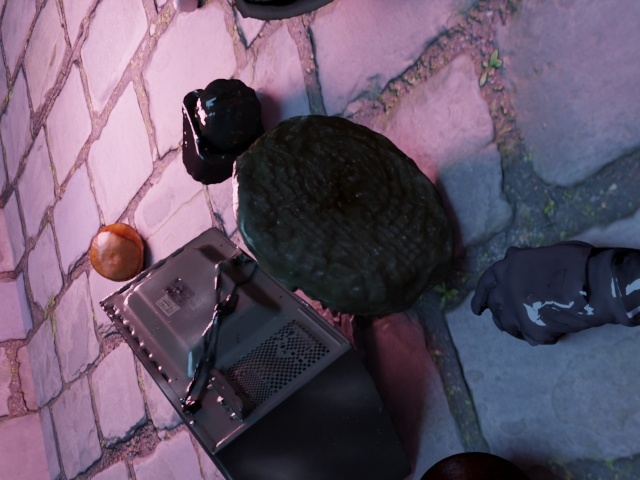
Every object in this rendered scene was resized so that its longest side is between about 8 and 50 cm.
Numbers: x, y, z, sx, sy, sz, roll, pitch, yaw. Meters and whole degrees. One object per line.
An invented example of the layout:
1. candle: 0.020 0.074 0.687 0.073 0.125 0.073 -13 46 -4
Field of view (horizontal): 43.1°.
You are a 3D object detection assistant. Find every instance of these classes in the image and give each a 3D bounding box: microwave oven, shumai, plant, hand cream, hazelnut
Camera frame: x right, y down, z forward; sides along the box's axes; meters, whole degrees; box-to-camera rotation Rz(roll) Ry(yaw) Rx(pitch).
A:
1. microwave oven: -0.113 0.220 1.270 0.432 0.236 0.374 35 157 48
2. shumai: 0.000 0.000 1.170 0.309 0.304 0.263 64 154 16
3. plant: -0.184 -0.204 1.531 0.256 0.142 0.164 130 127 -60
4. hand cream: 0.030 0.137 1.338 0.084 0.050 0.257 -15 94 58
5. hazelnut: -0.508 0.029 2.063 0.150 0.150 0.150 11 104 55

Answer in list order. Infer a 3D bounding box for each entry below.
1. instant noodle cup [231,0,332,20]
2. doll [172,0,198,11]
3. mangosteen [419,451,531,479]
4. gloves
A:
1. instant noodle cup: -0.056 -0.500 1.174 0.340 0.340 0.266 -37 76 52
2. doll: -0.278 -0.566 1.691 0.161 0.059 0.160 57 138 36
3. mangosteen: 0.164 0.379 0.989 0.215 0.258 0.215 164 90 -82
4. gloves: 0.275 0.055 0.931 0.285 0.119 0.142 -30 39 57
